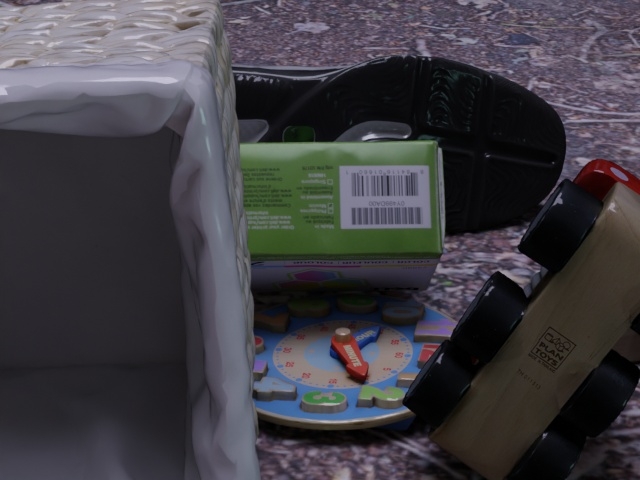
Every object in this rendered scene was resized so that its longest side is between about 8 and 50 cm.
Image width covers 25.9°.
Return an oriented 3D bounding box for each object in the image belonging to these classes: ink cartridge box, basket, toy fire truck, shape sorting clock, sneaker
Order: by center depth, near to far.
[{"bbox_3d":[-0.205,0.026,0.860,0.328,0.331,0.266,-4,24,1],"label":"basket"},{"bbox_3d":[0.194,0.049,0.998,0.158,0.217,0.246,34,24,2],"label":"toy fire truck"},{"bbox_3d":[0.017,0.088,1.085,0.206,0.040,0.206,1,25,0],"label":"shape sorting clock"},{"bbox_3d":[0.000,0.000,1.195,0.188,0.097,0.255,-1,-16,-1],"label":"ink cartridge box"},{"bbox_3d":[0.006,-0.127,1.398,0.447,0.169,0.257,3,16,-13],"label":"sneaker"}]
